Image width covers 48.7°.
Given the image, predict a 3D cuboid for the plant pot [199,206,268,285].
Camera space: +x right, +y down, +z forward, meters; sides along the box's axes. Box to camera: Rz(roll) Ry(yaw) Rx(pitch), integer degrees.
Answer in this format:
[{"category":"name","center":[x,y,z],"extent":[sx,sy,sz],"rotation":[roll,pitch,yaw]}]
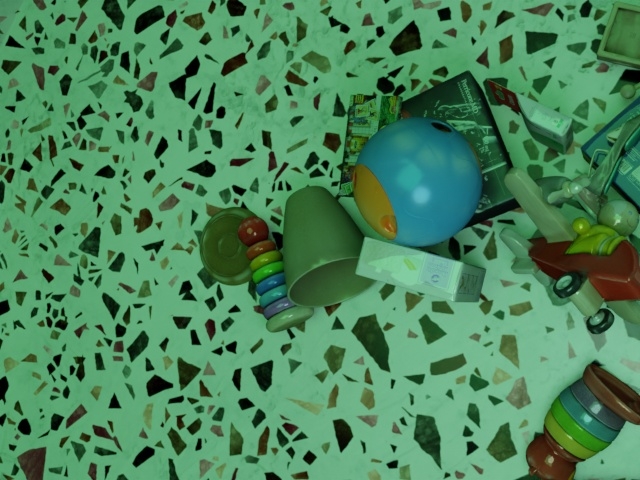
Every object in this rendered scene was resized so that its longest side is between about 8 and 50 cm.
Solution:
[{"category":"plant pot","center":[-0.265,0.016,2.099],"extent":[0.236,0.032,0.237],"rotation":[-2,85,22]}]

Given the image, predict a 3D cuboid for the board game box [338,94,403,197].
[{"category":"board game box","center":[0.124,-0.233,1.766],"extent":[0.136,0.030,0.260],"rotation":[6,89,22]}]

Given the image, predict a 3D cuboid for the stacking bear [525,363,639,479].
[{"category":"stacking bear","center":[0.595,0.445,1.645],"extent":[0.164,0.175,0.289],"rotation":[41,109,18]}]

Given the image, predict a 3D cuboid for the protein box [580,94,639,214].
[{"category":"protein box","center":[0.750,-0.204,1.633],"extent":[0.201,0.136,0.200],"rotation":[-43,71,14]}]

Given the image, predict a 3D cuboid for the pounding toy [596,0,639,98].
[{"category":"pounding toy","center":[0.755,-0.437,1.679],"extent":[0.181,0.094,0.206],"rotation":[19,103,18]}]

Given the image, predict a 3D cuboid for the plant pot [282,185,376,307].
[{"category":"plant pot","center":[0.000,0.000,1.895],"extent":[0.256,0.256,0.274],"rotation":[-29,59,18]}]

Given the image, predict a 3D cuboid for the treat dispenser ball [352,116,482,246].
[{"category":"treat dispenser ball","center":[0.215,-0.130,1.576],"extent":[0.288,0.288,0.289],"rotation":[-2,85,23]}]

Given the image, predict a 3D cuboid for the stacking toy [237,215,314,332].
[{"category":"stacking toy","center":[-0.140,0.084,1.985],"extent":[0.141,0.141,0.331],"rotation":[-28,75,18]}]

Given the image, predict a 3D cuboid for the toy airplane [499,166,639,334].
[{"category":"toy airplane","center":[0.587,0.016,1.583],"extent":[0.272,0.386,0.384],"rotation":[-45,61,3]}]

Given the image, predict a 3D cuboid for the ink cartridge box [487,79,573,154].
[{"category":"ink cartridge box","center":[0.503,-0.299,1.720],"extent":[0.224,0.181,0.056],"rotation":[30,94,22]}]

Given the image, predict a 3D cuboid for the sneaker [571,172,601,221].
[{"category":"sneaker","center":[0.662,-0.106,1.709],"extent":[0.070,0.051,0.134],"rotation":[-40,68,21]}]

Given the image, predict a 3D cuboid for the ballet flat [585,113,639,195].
[{"category":"ballet flat","center":[0.650,-0.203,1.564],"extent":[0.068,0.072,0.213],"rotation":[33,101,26]}]

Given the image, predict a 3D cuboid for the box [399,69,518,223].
[{"category":"box","center":[0.310,-0.196,1.795],"extent":[0.312,0.179,0.344],"rotation":[-23,78,19]}]

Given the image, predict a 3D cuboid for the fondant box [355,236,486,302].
[{"category":"fondant box","center":[0.254,0.075,1.715],"extent":[0.238,0.330,0.096],"rotation":[15,92,22]}]
